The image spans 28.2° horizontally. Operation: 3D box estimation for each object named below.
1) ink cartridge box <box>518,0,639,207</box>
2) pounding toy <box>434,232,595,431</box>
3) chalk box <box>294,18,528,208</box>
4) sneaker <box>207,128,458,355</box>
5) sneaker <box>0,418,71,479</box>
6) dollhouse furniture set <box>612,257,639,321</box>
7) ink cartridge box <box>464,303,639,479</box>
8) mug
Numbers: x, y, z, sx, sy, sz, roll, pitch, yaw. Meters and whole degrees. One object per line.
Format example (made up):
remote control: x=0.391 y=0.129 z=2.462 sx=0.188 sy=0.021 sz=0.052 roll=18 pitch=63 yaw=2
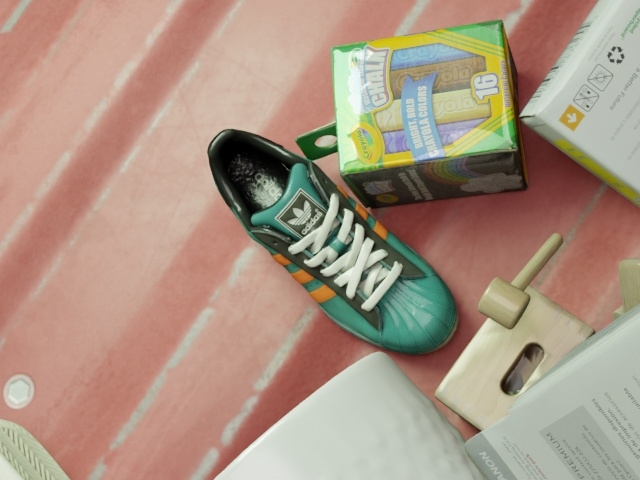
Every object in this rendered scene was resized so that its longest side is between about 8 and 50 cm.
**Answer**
ink cartridge box: x=0.389 y=-0.148 z=1.164 sx=0.307 sy=0.072 sz=0.304 roll=36 pitch=86 yaw=-12
pounding toy: x=0.190 y=0.091 z=1.107 sx=0.094 sy=0.206 sz=0.181 roll=35 pitch=87 yaw=20
chalk box: x=0.084 y=-0.114 z=1.227 sx=0.213 sy=0.132 sz=0.132 roll=-6 pitch=75 yaw=12
sneaker: x=0.000 y=0.000 z=1.225 sx=0.302 sy=0.121 sz=0.108 roll=38 pitch=89 yaw=20
sneaker: x=-0.262 y=0.336 z=1.218 sx=0.148 sy=0.131 sz=0.350 roll=-48 pitch=64 yaw=7
dollhouse furniture set: x=0.437 y=-0.003 z=1.021 sx=0.303 sy=0.198 sz=0.286 roll=-32 pitch=32 yaw=-30
ink cartridge box: x=0.298 y=0.192 z=0.925 sx=0.309 sy=0.130 sz=0.272 roll=54 pitch=138 yaw=7
mug: x=0.026 y=0.331 z=1.037 sx=0.374 sy=0.276 sz=0.328 roll=-38 pitch=77 yaw=-21
